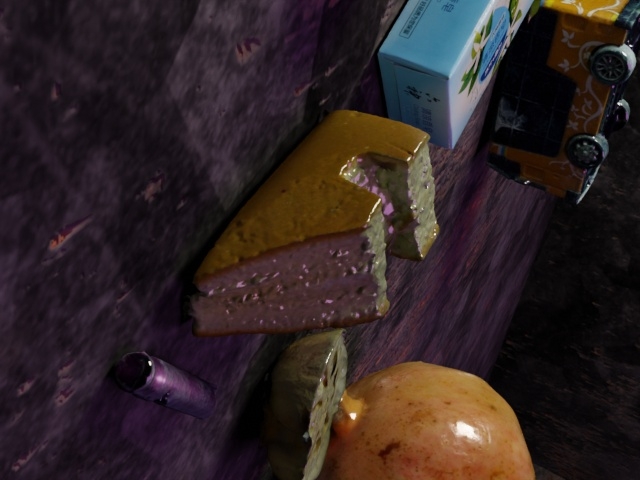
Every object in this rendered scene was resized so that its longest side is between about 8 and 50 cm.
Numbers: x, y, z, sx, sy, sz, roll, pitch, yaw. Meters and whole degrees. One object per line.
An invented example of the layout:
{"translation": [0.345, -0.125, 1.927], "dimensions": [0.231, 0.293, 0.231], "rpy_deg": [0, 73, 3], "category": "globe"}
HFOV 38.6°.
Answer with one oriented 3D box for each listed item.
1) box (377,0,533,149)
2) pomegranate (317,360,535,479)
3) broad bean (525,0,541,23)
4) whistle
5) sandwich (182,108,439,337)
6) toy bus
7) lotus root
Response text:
{"translation": [0.150, -0.230, 0.945], "dimensions": [0.232, 0.083, 0.142], "rpy_deg": [-59, 160, -15], "category": "box"}
{"translation": [0.102, 0.307, 1.194], "dimensions": [0.338, 0.338, 0.338], "rpy_deg": [-54, 159, -31], "category": "pomegranate"}
{"translation": [0.293, -0.411, 1.177], "dimensions": [0.297, 0.043, 0.060], "rpy_deg": [95, 17, -45], "category": "broad bean"}
{"translation": [-0.117, 0.117, 0.727], "dimensions": [0.033, 0.033, 0.176], "rpy_deg": [-62, 161, -10], "category": "whistle"}
{"translation": [0.000, 0.000, 0.758], "dimensions": [0.236, 0.128, 0.122], "rpy_deg": [-52, 150, -38], "category": "sandwich"}
{"translation": [0.380, -0.237, 1.411], "dimensions": [0.162, 0.194, 0.323], "rpy_deg": [-49, 153, -43], "category": "toy bus"}
{"translation": [-0.025, 0.180, 1.005], "dimensions": [0.203, 0.078, 0.183], "rpy_deg": [56, 47, -78], "category": "lotus root"}
